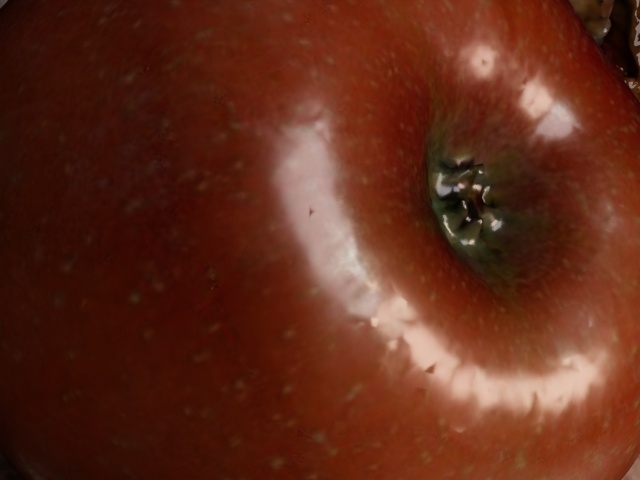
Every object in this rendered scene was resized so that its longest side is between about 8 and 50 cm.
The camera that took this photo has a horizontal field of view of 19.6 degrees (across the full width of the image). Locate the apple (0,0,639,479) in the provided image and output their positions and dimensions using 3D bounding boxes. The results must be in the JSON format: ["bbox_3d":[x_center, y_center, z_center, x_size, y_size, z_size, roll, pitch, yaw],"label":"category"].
[{"bbox_3d":[0.000,0.000,0.827,0.348,0.277,0.349,11,70,-33],"label":"apple"}]

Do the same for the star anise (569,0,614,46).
[{"bbox_3d":[0.149,-0.170,1.005,0.102,0.272,0.272,9,70,-12],"label":"star anise"}]

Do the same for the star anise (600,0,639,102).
[{"bbox_3d":[0.189,-0.065,1.104,0.196,0.111,0.212,-35,106,-31],"label":"star anise"}]
